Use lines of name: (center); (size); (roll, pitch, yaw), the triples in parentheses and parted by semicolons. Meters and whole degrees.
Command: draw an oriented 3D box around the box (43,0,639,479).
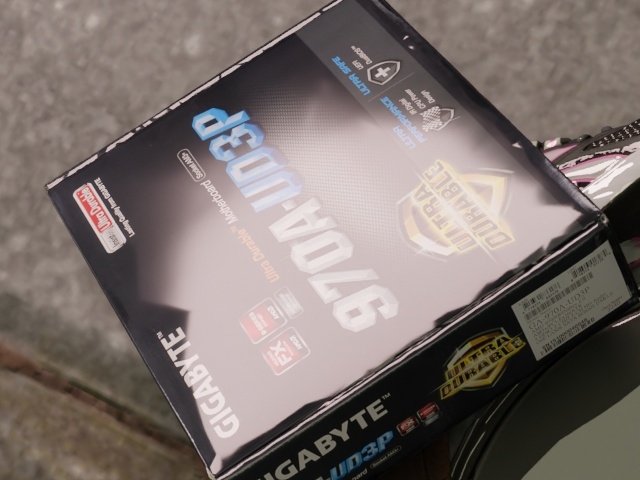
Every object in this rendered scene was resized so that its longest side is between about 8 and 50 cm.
box: (0.000, 0.000, 0.772); (0.175, 0.051, 0.220); (-33, 40, -3)

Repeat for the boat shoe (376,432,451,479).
boat shoe: (0.012, 0.170, 0.740); (0.095, 0.095, 0.257); (12, 53, -4)

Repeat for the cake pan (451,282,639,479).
cake pan: (0.180, 0.145, 0.754); (0.293, 0.054, 0.293); (-3, 76, 13)

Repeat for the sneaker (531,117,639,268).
sneaker: (0.095, -0.019, 0.809); (0.178, 0.072, 0.077); (-34, 61, -2)
